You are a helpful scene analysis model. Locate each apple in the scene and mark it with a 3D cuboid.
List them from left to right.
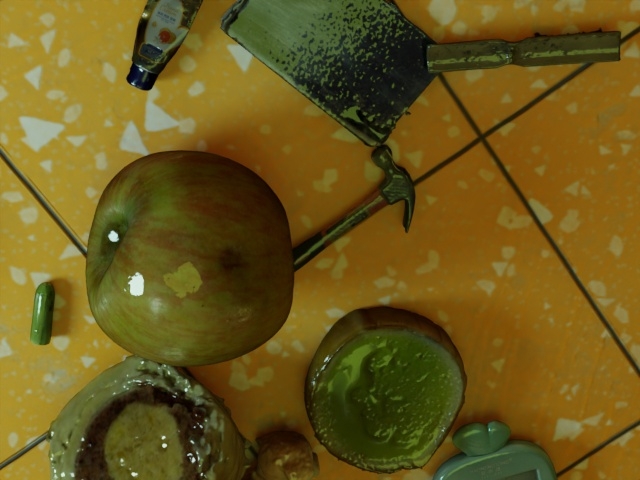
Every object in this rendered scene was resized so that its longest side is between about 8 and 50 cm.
[{"bbox_3d":[-0.149,0.023,1.709,0.264,0.264,0.264,-3,112,-7],"label":"apple"}]

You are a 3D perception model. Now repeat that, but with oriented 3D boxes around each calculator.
[{"bbox_3d":[0.022,-0.244,1.744,0.261,0.021,0.161,38,102,-20],"label":"calculator"},{"bbox_3d":[0.251,0.376,2.016,0.184,0.042,0.295,-15,116,-2],"label":"calculator"}]

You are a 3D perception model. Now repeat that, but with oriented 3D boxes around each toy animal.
[{"bbox_3d":[-0.102,0.330,1.916,0.184,0.104,0.185,22,111,-15],"label":"toy animal"}]

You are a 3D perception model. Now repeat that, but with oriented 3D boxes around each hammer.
[{"bbox_3d":[0.000,0.000,1.834,0.287,0.033,0.111,-35,111,7],"label":"hammer"}]

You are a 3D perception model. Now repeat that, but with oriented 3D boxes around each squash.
[{"bbox_3d":[-0.357,0.093,1.823,0.027,0.027,0.083,6,112,-10],"label":"squash"}]

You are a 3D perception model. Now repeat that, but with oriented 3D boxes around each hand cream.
[{"bbox_3d":[-0.187,-0.259,1.701,0.062,0.039,0.163,26,105,0],"label":"hand cream"}]

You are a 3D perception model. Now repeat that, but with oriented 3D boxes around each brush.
[{"bbox_3d":[0.253,-0.237,1.770,0.248,0.036,0.043,-6,111,-6],"label":"brush"}]

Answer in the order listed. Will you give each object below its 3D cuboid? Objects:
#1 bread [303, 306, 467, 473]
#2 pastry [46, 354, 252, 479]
[{"bbox_3d":[0.088,0.204,1.908,0.236,0.070,0.236,-3,111,-8],"label":"bread"},{"bbox_3d":[-0.218,0.292,1.843,0.256,0.237,0.170,-50,148,5],"label":"pastry"}]
